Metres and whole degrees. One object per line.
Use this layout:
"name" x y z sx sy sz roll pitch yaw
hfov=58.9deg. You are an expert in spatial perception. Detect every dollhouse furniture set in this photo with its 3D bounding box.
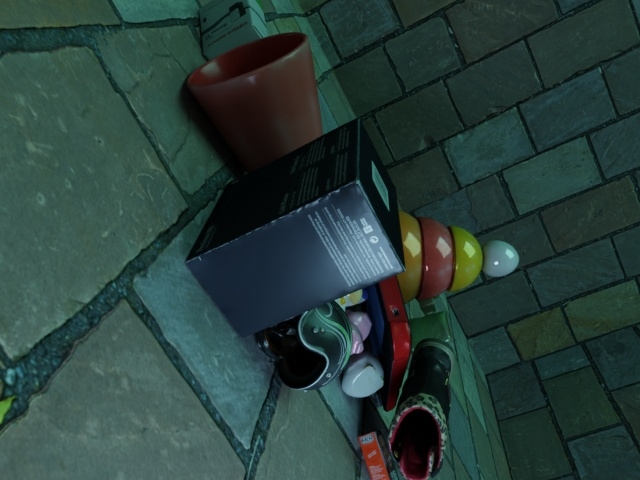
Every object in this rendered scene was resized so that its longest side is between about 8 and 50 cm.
"dollhouse furniture set" 0.319 0.237 1.960 0.151 0.198 0.301 60 16 -25

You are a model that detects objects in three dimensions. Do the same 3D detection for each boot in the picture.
"boot" 0.229 0.450 1.318 0.284 0.138 0.377 -45 146 -67

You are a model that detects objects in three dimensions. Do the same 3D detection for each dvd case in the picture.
"dvd case" 0.150 0.350 1.586 0.164 0.018 0.221 66 16 0

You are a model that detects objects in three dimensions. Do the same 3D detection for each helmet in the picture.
"helmet" -0.021 0.180 1.028 0.161 0.169 0.169 57 18 -22

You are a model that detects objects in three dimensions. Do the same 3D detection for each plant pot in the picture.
"plant pot" -0.120 -0.291 1.254 0.275 0.275 0.243 -90 162 -56

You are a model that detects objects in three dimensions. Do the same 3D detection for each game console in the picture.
"game console" 0.149 0.195 1.458 0.342 0.060 0.386 94 -10 -48

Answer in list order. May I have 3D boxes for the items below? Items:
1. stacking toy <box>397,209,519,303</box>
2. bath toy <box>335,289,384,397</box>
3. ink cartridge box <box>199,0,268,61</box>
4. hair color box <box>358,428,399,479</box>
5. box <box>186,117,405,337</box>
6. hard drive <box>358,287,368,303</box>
"stacking toy" 0.384 0.059 1.801 0.350 0.480 0.350 -179 -90 -87
"bath toy" 0.050 0.196 1.303 0.348 0.151 0.129 65 -7 -19
"ink cartridge box" -0.220 -0.539 1.441 0.087 0.153 0.208 45 25 -50
"hair color box" 0.135 0.501 1.273 0.072 0.043 0.141 26 41 -66
"box" -0.029 -0.037 1.039 0.178 0.313 0.343 60 18 -23
"hard drive" 0.000 0.000 1.425 0.319 0.040 0.210 42 24 -37
